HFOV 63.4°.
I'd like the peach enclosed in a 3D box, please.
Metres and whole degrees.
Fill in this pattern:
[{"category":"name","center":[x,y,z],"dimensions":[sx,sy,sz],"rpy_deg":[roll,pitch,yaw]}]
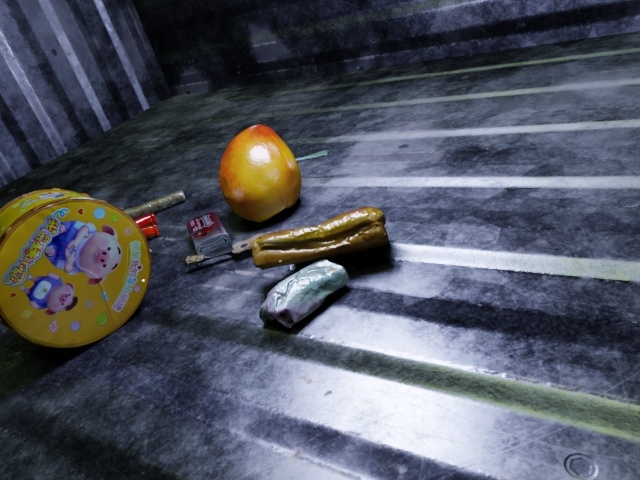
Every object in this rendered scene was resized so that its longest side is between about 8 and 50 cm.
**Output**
[{"category":"peach","center":[-0.221,-0.232,1.800],"dimensions":[0.288,0.308,0.289],"rpy_deg":[-22,13,5]}]

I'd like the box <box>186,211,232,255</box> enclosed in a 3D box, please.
[{"category":"box","center":[-0.383,-0.020,1.767],"dimensions":[0.120,0.069,0.224],"rpy_deg":[-24,28,-10]}]

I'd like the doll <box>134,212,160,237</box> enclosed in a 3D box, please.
[{"category":"doll","center":[-0.802,-0.002,1.948],"dimensions":[0.383,0.099,0.188],"rpy_deg":[-17,28,-11]}]

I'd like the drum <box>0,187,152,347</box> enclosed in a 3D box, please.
[{"category":"drum","center":[-0.710,0.072,1.441],"dimensions":[0.431,0.432,0.214],"rpy_deg":[-37,35,-30]}]

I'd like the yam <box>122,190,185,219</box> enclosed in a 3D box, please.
[{"category":"yam","center":[-0.696,-0.140,2.148],"dimensions":[0.273,0.061,0.061],"rpy_deg":[-23,30,-10]}]

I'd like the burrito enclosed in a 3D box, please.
[{"category":"burrito","center":[-0.049,0.130,1.316],"dimensions":[0.228,0.089,0.143],"rpy_deg":[-35,30,-33]}]

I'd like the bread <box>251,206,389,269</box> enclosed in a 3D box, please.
[{"category":"bread","center":[0.000,0.000,1.437],"dimensions":[0.379,0.109,0.185],"rpy_deg":[-14,-6,7]}]

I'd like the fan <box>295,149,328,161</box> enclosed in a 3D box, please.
[{"category":"fan","center":[-0.062,-0.353,2.206],"dimensions":[0.193,0.016,0.038],"rpy_deg":[-13,32,7]}]

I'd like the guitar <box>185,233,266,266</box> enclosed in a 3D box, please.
[{"category":"guitar","center":[-0.294,0.040,1.641],"dimensions":[0.270,0.038,0.084],"rpy_deg":[-15,29,-1]}]
